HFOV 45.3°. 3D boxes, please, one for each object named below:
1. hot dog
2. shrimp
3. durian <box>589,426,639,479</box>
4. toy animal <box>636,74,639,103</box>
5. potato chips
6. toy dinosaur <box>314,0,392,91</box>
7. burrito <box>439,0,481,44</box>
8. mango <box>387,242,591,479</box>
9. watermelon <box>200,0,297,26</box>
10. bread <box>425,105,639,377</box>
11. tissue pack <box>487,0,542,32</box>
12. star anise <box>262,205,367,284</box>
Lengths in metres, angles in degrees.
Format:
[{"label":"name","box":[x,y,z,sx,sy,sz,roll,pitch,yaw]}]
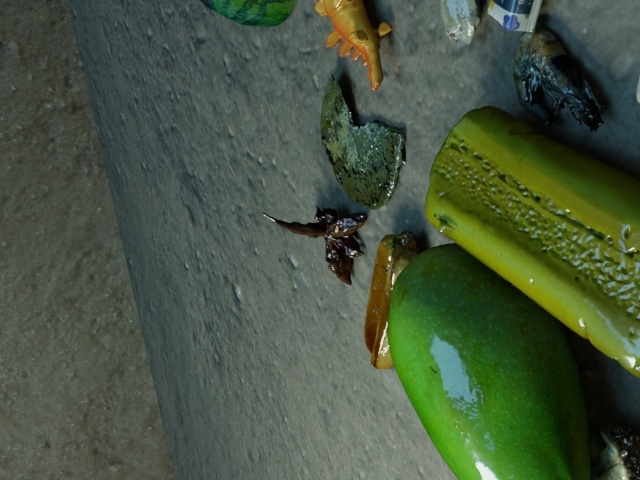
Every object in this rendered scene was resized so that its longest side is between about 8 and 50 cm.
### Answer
[{"label":"hot dog","box":[0.119,0.094,1.194,0.104,0.076,0.250,-112,26,-56]},{"label":"shrimp","box":[0.261,-0.167,0.855,0.091,0.034,0.161,106,147,-48]},{"label":"durian","box":[0.348,0.249,0.852,0.140,0.071,0.110,76,178,-57]},{"label":"toy animal","box":[0.349,-0.173,0.628,0.184,0.104,0.185,25,121,46]},{"label":"potato chips","box":[0.057,-0.158,1.224,0.219,0.029,0.202,60,151,22]},{"label":"toy dinosaur","box":[0.037,-0.344,1.133,0.117,0.071,0.288,-37,66,60]},{"label":"burrito","box":[0.162,-0.331,0.935,0.058,0.045,0.188,10,114,67]},{"label":"mango","box":[0.208,0.174,0.926,0.225,0.201,0.381,-50,54,47]},{"label":"watermelon","box":[-0.154,-0.430,1.343,0.231,0.146,0.128,-4,100,59]},{"label":"bread","box":[0.268,-0.010,0.822,0.383,0.112,0.166,42,116,45]},{"label":"tissue pack","box":[0.220,-0.280,0.849,0.062,0.042,0.083,-109,24,-53]},{"label":"star anise","box":[-0.007,-0.003,1.299,0.140,0.144,0.158,49,142,26]}]
